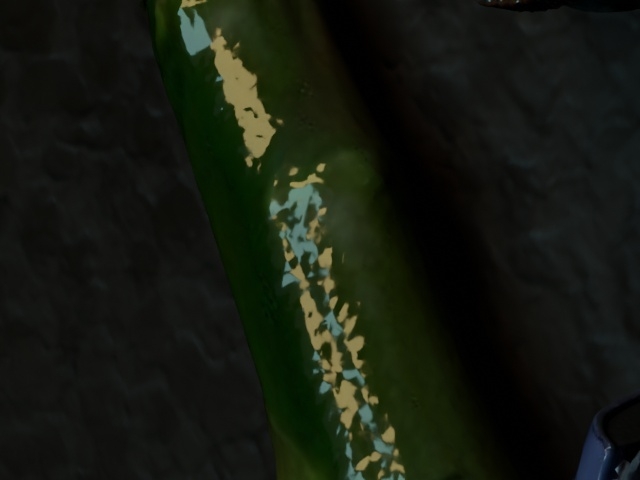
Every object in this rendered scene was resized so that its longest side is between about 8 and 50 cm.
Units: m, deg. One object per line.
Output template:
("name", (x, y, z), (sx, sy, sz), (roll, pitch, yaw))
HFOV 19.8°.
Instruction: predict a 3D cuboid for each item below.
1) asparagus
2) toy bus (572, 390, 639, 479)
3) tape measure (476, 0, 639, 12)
("asparagus", (0.001, 0.000, 0.606), (0.085, 0.082, 0.343), (-41, 64, 42))
("toy bus", (0.181, 0.140, 0.411), (0.292, 0.125, 0.133), (34, 116, 36))
("tape measure", (0.088, -0.102, 0.482), (0.146, 0.125, 0.081), (-5, 87, 56))
